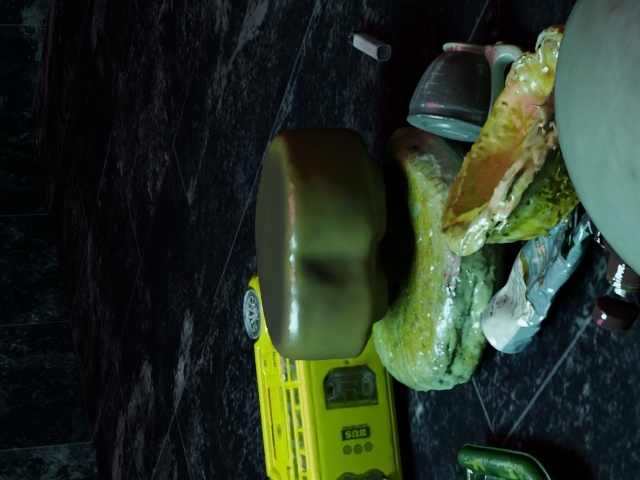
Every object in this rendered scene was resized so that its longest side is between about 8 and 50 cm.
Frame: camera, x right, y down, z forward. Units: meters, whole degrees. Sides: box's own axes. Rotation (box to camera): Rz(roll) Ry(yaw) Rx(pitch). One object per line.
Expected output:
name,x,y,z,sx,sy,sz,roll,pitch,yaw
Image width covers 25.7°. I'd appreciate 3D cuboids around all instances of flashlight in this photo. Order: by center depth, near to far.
flashlight,0.055,-0.221,1.586,0.083,0.018,0.018,-137,48,-61

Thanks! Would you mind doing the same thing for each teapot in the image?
teapot,0.148,-0.139,1.301,0.092,0.124,0.090,22,-101,-69

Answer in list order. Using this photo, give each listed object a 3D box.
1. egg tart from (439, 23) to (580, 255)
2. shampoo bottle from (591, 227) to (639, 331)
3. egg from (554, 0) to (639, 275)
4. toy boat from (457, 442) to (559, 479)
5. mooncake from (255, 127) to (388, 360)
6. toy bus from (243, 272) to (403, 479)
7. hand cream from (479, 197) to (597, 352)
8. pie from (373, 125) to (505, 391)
egg tart,0.176,-0.073,1.137,0.212,0.090,0.212,-60,5,8
shampoo bottle,0.250,-0.035,1.046,0.067,0.068,0.236,49,136,44
egg,0.267,-0.064,0.731,0.352,0.259,0.258,-150,60,-67
toy boat,0.175,0.243,1.284,0.210,0.052,0.104,174,96,-70
mooncake,0.000,0.000,1.431,0.235,0.117,0.234,177,90,-81
toy bus,0.010,0.184,1.579,0.152,0.144,0.330,160,105,-68
hand cream,0.199,0.027,1.193,0.248,0.052,0.075,119,165,-55
pie,0.109,0.021,1.411,0.277,0.079,0.276,176,90,-75
